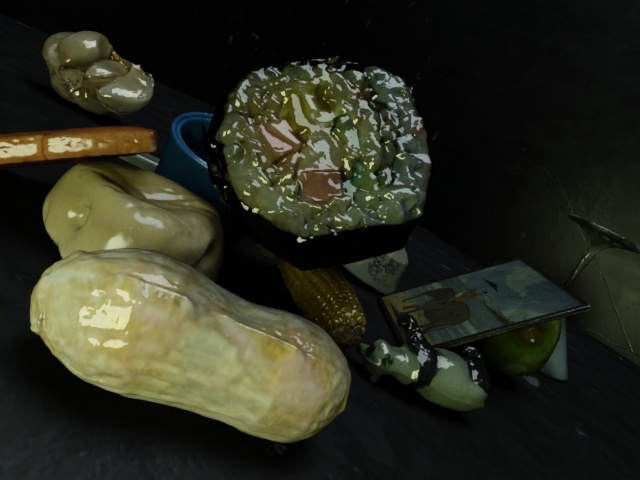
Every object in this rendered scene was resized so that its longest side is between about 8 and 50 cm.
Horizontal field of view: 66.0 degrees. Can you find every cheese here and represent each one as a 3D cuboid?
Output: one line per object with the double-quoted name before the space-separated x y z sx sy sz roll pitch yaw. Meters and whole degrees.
"cheese" -0.234 -0.014 0.640 0.235 0.117 0.218 22 16 -19

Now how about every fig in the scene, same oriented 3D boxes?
"fig" 0.399 0.205 1.117 0.206 0.206 0.275 29 -18 -3

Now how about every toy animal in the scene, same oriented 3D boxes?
"toy animal" 0.161 0.197 0.770 0.225 0.093 0.121 27 22 -16

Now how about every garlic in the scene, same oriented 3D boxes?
"garlic" -0.605 -0.424 1.304 0.281 0.185 0.203 47 35 -15

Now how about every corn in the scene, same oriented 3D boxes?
"corn" -0.008 0.072 0.844 0.102 0.101 0.313 23 15 -26

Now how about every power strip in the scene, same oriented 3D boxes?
"power strip" -0.399 -0.182 1.118 0.253 0.027 0.060 25 15 -20

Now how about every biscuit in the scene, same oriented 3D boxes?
"biscuit" -0.333 -0.125 0.648 0.307 0.043 0.284 -1 11 25

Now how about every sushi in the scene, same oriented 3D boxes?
"sushi" -0.013 -0.089 0.791 0.328 0.285 0.328 -13 72 -20

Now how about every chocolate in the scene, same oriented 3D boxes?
"chocolate" -0.106 0.098 0.460 0.309 0.134 0.134 26 13 -17

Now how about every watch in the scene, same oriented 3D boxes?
"watch" -0.178 -0.122 1.026 0.305 0.241 0.275 41 31 16

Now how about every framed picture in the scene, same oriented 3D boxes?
"framed picture" 0.306 0.125 0.996 0.347 0.016 0.265 -14 18 0

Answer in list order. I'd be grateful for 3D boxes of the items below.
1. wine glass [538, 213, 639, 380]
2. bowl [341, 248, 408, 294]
"wine glass" 0.667 0.145 1.361 0.267 0.405 0.267 26 11 -6
"bowl" 0.125 0.014 1.231 0.238 0.126 0.237 34 15 -10
